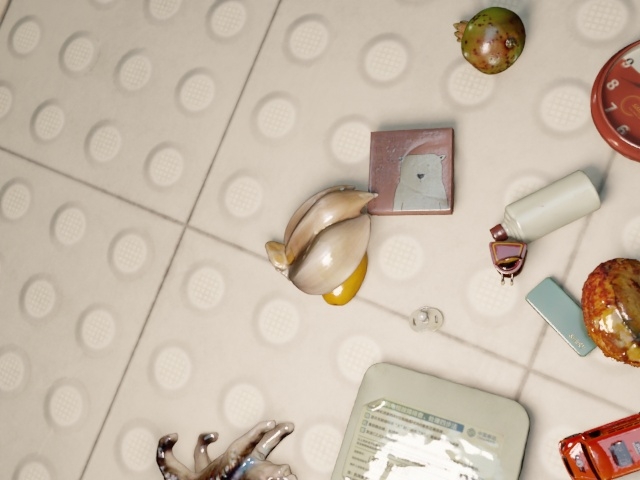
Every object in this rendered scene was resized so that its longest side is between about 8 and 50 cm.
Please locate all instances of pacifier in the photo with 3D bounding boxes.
[{"bbox_3d":[0.251,0.185,1.541,0.083,0.064,0.068,-9,60,17],"label":"pacifier"}]

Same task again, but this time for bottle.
[{"bbox_3d":[0.511,-0.064,1.473,0.245,0.104,0.104,-27,73,12],"label":"bottle"}]

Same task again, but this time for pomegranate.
[{"bbox_3d":[0.409,-0.497,1.571,0.159,0.159,0.205,-52,43,4],"label":"pomegranate"}]

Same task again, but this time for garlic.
[{"bbox_3d":[0.001,0.000,1.571,0.325,0.132,0.278,-40,45,31],"label":"garlic"}]

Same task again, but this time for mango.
[{"bbox_3d":[0.065,0.081,1.614,0.102,0.085,0.184,20,77,22],"label":"mango"}]

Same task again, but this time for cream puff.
[{"bbox_3d":[0.650,0.158,1.339,0.164,0.240,0.240,-38,68,42],"label":"cream puff"}]

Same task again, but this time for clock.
[{"bbox_3d":[0.781,-0.318,1.440,0.319,0.080,0.318,-4,75,16],"label":"clock"}]

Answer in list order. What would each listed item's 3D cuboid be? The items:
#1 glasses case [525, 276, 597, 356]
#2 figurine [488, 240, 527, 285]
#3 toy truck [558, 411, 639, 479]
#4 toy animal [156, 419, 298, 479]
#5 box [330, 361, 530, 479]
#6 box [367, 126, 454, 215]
[{"bbox_3d":[0.557,0.173,1.450,0.078,0.039,0.184,-43,70,7],"label":"glasses case"},{"bbox_3d":[0.427,0.054,1.455,0.083,0.154,0.098,4,85,19],"label":"figurine"},{"bbox_3d":[0.637,0.436,1.337,0.253,0.114,0.107,-25,75,12],"label":"toy truck"},{"bbox_3d":[-0.211,0.613,1.562,0.345,0.194,0.302,-13,71,20],"label":"toy animal"},{"bbox_3d":[0.240,0.505,1.435,0.396,0.111,0.396,14,72,20],"label":"box"},{"bbox_3d":[0.229,-0.166,1.598,0.215,0.086,0.215,0,80,19],"label":"box"}]
